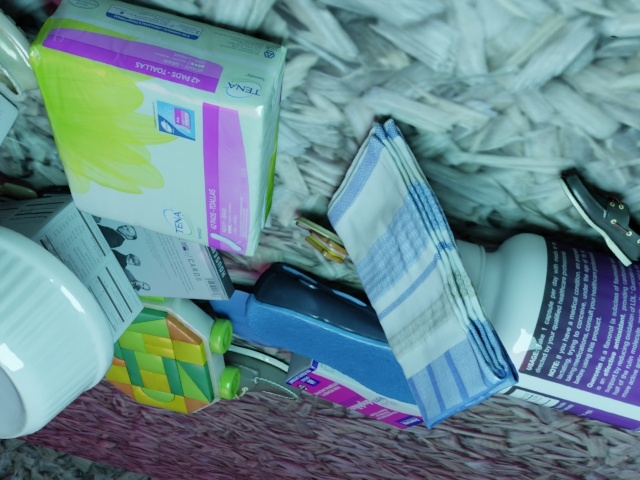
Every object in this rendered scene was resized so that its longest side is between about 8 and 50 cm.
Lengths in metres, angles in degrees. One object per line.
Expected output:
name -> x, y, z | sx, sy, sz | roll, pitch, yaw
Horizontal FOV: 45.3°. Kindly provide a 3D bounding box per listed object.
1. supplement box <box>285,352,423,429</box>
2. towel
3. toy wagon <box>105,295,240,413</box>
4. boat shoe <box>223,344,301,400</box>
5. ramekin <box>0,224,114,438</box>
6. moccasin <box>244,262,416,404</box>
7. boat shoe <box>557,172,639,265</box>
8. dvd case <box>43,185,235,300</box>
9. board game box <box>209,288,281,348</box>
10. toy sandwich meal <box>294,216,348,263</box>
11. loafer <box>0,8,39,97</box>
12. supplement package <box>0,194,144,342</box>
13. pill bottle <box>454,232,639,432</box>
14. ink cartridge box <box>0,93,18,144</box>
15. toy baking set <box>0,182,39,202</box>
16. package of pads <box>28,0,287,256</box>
supplement box -> 0.073, 0.199, 1.196 | 0.220, 0.114, 0.111 | 23, 149, -14
towel -> 0.089, 0.043, 0.794 | 0.034, 0.285, 0.209 | -16, 161, -22
toy wagon -> -0.274, 0.149, 1.238 | 0.267, 0.068, 0.344 | 9, 134, 13
boat shoe -> -0.174, 0.241, 1.413 | 0.305, 0.091, 0.109 | 23, 151, -11
ramekin -> -0.397, 0.117, 0.912 | 0.273, 0.127, 0.273 | 14, 131, 17
moccasin -> 0.069, 0.121, 1.068 | 0.342, 0.117, 0.137 | 28, 137, -10
boat shoe -> 0.287, -0.028, 0.769 | 0.133, 0.049, 0.042 | 39, 116, -23
dvd case -> -0.248, 0.003, 1.051 | 0.239, 0.029, 0.179 | 1, 127, 26
board game box -> -0.106, 0.114, 1.224 | 0.133, 0.033, 0.168 | 11, 146, 20
toy sandwich meal -> 0.000, 0.000, 0.941 | 0.086, 0.029, 0.085 | 28, 179, 0
loafer -> -0.384, -0.216, 0.716 | 0.268, 0.092, 0.102 | 37, 169, -22
supplement package -> -0.424, 0.066, 1.073 | 0.262, 0.145, 0.204 | -2, 125, 30
pill bottle -> 0.288, 0.100, 0.843 | 0.323, 0.181, 0.181 | 16, 151, 2
ink cartridge box -> -0.551, -0.140, 0.755 | 0.166, 0.285, 0.395 | -6, 143, 33
toy baking set -> -0.505, -0.067, 1.125 | 0.197, 0.030, 0.256 | 27, 151, -24
package of pads -> -0.163, -0.106, 0.803 | 0.229, 0.101, 0.296 | 15, 150, 2
